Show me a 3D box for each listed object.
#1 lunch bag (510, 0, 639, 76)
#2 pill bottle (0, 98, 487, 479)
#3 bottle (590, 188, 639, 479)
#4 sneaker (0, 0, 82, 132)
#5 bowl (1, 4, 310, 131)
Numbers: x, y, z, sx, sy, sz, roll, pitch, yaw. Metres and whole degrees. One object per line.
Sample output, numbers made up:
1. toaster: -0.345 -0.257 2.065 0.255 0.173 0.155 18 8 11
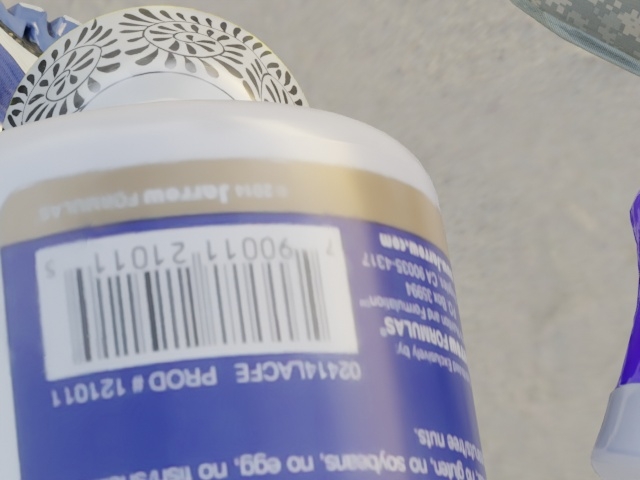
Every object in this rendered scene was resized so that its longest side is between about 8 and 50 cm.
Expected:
1. lunch bag: 0.293 -0.246 1.508 0.287 0.235 0.169 30 36 14
2. pill bottle: -0.028 0.113 0.469 0.153 0.153 0.264 -4 72 -13
3. bottle: 0.154 -0.055 0.537 0.092 0.118 0.283 37 71 -38
4. sneaker: -0.217 -0.058 1.094 0.127 0.315 0.182 -29 62 27
5. bowl: -0.079 -0.034 1.001 0.170 0.080 0.170 -1 99 -7
